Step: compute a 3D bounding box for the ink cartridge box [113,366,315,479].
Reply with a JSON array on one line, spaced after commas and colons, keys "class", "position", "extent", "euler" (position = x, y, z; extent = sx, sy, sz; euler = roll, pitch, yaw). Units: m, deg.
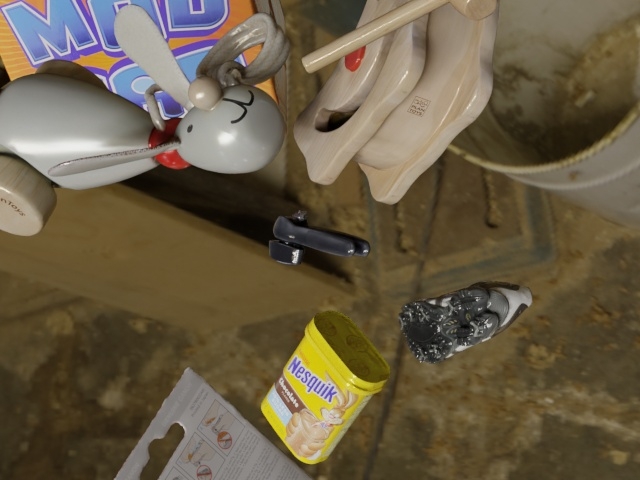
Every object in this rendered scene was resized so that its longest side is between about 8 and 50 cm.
[{"class": "ink cartridge box", "position": [-0.097, 0.260, 1.084], "extent": [0.056, 0.224, 0.181], "euler": [-32, 20, 47]}]

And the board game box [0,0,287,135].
[{"class": "board game box", "position": [-0.258, -0.361, 1.680], "extent": [0.356, 0.357, 0.356], "euler": [-9, 38, 6]}]

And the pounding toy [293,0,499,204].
[{"class": "pounding toy", "position": [0.043, -0.160, 0.925], "extent": [0.269, 0.154, 0.154], "euler": [-49, 35, 44]}]

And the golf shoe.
[{"class": "golf shoe", "position": [0.164, 0.090, 1.305], "extent": [0.198, 0.093, 0.077], "euler": [-19, 88, 61]}]

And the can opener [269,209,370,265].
[{"class": "can opener", "position": [0.000, 0.000, 1.560], "extent": [0.186, 0.059, 0.073], "euler": [7, 105, 47]}]

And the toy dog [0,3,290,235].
[{"class": "toy dog", "position": [-0.199, -0.119, 1.001], "extent": [0.333, 0.161, 0.220], "euler": [-21, 45, 24]}]

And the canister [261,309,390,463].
[{"class": "canister", "position": [0.003, 0.195, 1.509], "extent": [0.126, 0.073, 0.170], "euler": [49, 126, 26]}]
